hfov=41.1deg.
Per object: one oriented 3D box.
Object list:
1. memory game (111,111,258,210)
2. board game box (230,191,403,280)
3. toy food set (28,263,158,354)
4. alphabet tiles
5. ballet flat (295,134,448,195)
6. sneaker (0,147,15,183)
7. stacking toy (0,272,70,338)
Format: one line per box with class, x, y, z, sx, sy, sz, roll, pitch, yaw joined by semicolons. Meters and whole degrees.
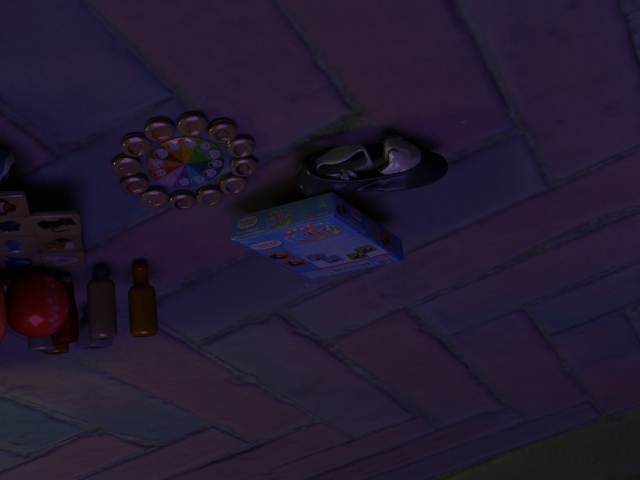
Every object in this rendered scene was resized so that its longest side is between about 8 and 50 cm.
memory game;-0.169;-0.095;1.079;0.186;0.012;0.186;-9;147;-6
board game box;0.000;0.000;1.198;0.160;0.039;0.211;-13;157;27
toy food set;-0.352;0.103;1.265;0.232;0.104;0.111;-15;165;37
alphabet tiles;-0.476;0.007;1.077;0.343;0.011;0.285;-3;157;-13
ballet flat;0.068;-0.099;1.102;0.203;0.074;0.074;-7;146;-4
sneaker;-0.439;-0.090;0.934;0.211;0.080;0.081;-8;106;-38
stacking toy;-0.496;0.093;1.112;0.330;0.141;0.141;-5;146;-24
